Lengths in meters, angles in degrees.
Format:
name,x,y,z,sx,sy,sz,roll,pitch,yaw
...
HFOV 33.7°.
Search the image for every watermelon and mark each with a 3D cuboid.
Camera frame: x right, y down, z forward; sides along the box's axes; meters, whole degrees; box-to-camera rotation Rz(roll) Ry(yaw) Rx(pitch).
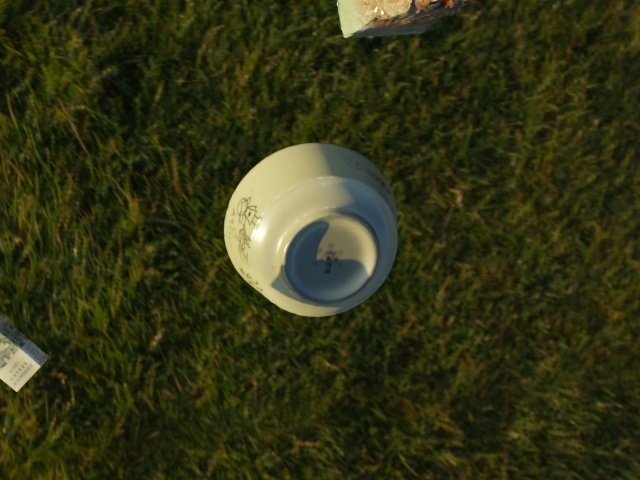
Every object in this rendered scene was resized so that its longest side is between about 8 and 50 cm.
name,x,y,z,sx,sy,sz,roll,pitch,yaw
watermelon,0.139,-0.297,1.245,0.154,0.241,0.094,2,86,-29

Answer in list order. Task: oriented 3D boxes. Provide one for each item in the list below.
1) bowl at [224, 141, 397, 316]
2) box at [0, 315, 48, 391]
name,x,y,z,sx,sy,sz,roll,pitch,yaw
bowl,0.000,0.000,1.377,0.237,0.126,0.238,-5,113,-12
box,-0.349,0.121,1.168,0.083,0.024,0.054,42,121,-8
